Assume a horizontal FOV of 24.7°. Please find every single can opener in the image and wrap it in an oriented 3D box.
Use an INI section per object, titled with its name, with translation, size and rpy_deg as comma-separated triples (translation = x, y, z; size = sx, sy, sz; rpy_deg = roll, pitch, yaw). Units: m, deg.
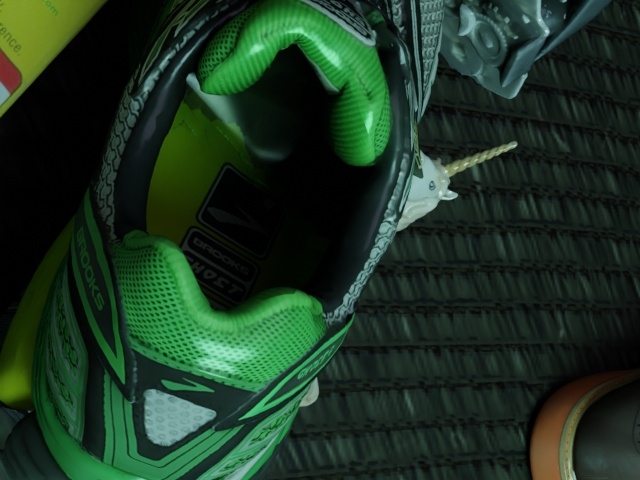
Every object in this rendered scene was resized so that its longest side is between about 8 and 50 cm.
[can opener]
translation = 0.110, -0.166, 0.624
size = 0.095, 0.283, 0.076
rpy_deg = -32, 72, -27

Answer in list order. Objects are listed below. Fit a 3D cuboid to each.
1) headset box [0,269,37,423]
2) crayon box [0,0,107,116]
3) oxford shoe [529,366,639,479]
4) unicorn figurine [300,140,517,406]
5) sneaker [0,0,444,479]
[headset box]
translation = -0.089, 0.038, 0.571
size = 0.062, 0.032, 0.083
rpy_deg = 53, 54, -27
[crayon box]
translation = -0.152, -0.147, 0.492
size = 0.202, 0.081, 0.318
rpy_deg = 54, 55, -27
[oxford shoe]
translation = 0.236, 0.092, 0.826
size = 0.271, 0.098, 0.097
rpy_deg = -24, 104, -41
[unicorn figurine]
translation = 0.000, 0.000, 0.647
size = 0.111, 0.060, 0.162
rpy_deg = 30, 83, -38
[sneaker]
translation = -0.004, -0.060, 0.540
size = 0.134, 0.146, 0.343
rpy_deg = 24, 54, -14
